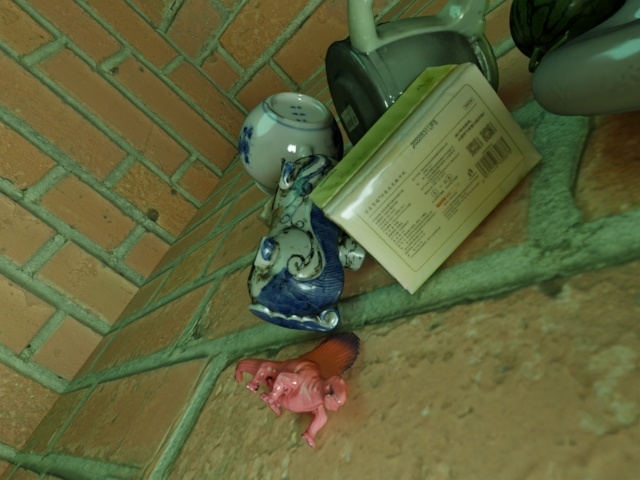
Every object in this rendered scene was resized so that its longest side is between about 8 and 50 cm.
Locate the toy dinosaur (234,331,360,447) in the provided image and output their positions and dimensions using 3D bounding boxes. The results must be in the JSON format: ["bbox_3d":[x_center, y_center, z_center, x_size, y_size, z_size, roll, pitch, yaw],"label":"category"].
[{"bbox_3d":[-0.028,0.161,0.576,0.139,0.070,0.286,-45,16,-22],"label":"toy dinosaur"}]

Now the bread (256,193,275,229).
[{"bbox_3d":[-0.027,-0.020,0.753,0.077,0.152,0.105,-53,17,-10],"label":"bread"}]

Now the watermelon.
[{"bbox_3d":[0.319,-0.299,0.584,0.187,0.141,0.141,-54,22,-6],"label":"watermelon"}]

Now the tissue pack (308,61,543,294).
[{"bbox_3d":[0.125,-0.078,0.541,0.234,0.159,0.125,-47,21,2],"label":"tissue pack"}]

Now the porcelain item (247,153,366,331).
[{"bbox_3d":[0.000,0.000,0.664,0.138,0.186,0.287,118,167,-59],"label":"porcelain item"}]

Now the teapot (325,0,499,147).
[{"bbox_3d":[0.138,-0.274,0.681,0.239,0.321,0.239,-29,26,-6],"label":"teapot"}]

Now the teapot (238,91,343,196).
[{"bbox_3d":[-0.076,-0.199,1.064,0.424,0.253,0.280,-111,28,-42],"label":"teapot"}]

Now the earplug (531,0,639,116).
[{"bbox_3d":[0.333,-0.226,0.381,0.325,0.175,0.214,-50,19,-3],"label":"earplug"}]
